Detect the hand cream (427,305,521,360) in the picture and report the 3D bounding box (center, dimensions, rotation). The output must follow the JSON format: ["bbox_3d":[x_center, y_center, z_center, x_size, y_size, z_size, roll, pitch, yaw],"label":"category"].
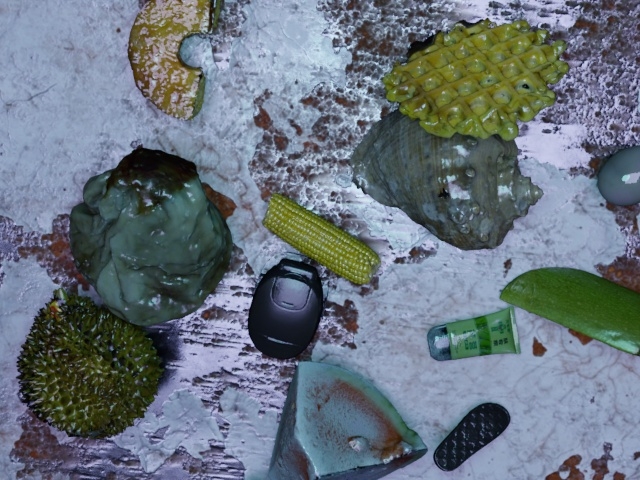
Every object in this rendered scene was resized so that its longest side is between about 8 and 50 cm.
[{"bbox_3d":[0.295,0.187,1.851,0.175,0.046,0.095,-10,93,2],"label":"hand cream"}]

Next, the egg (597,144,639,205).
[{"bbox_3d":[0.578,-0.121,1.775,0.135,0.103,0.103,-33,94,3],"label":"egg"}]

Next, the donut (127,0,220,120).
[{"bbox_3d":[-0.276,-0.364,1.788,0.152,0.101,0.259,14,98,2],"label":"donut"}]

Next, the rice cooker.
[{"bbox_3d":[-0.062,0.123,1.823,0.142,0.118,0.203,19,97,1],"label":"rice cooker"}]

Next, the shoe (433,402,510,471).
[{"bbox_3d":[0.289,0.382,1.870,0.179,0.049,0.071,-38,82,-16],"label":"shoe"}]

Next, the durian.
[{"bbox_3d":[-0.437,0.235,1.805,0.293,0.258,0.258,33,97,9],"label":"durian"}]

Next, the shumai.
[{"bbox_3d":[-0.309,-0.025,1.711,0.309,0.263,0.304,10,69,-4],"label":"shumai"}]

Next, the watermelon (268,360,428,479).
[{"bbox_3d":[0.022,0.364,1.800,0.319,0.213,0.290,-17,93,15],"label":"watermelon"}]

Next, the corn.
[{"bbox_3d":[0.000,0.000,1.826,0.248,0.081,0.081,31,97,-1],"label":"corn"}]

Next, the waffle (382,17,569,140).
[{"bbox_3d":[0.279,-0.298,1.711,0.307,0.060,0.312,23,57,26],"label":"waffle"}]

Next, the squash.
[{"bbox_3d":[0.523,0.123,1.842,0.288,0.203,0.111,24,99,35],"label":"squash"}]

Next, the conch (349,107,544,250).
[{"bbox_3d":[0.232,-0.140,1.748,0.352,0.210,0.297,10,82,-1],"label":"conch"}]
